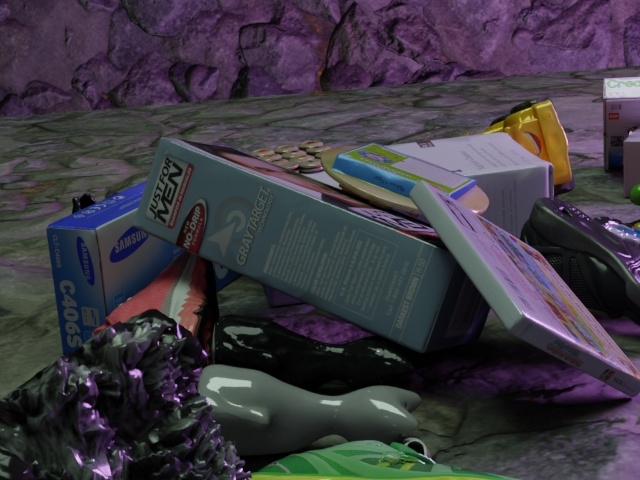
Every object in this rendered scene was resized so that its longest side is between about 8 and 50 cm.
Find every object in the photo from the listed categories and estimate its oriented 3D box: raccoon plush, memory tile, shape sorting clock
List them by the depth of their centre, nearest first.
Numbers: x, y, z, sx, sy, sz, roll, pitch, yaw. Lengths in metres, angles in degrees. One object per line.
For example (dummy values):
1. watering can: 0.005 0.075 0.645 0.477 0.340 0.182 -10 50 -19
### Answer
1. raccoon plush: -0.129 0.240 0.786 0.216 0.299 0.446 -36 -1 -35
2. shape sorting clock: 0.099 -0.069 1.383 0.206 0.040 0.206 15 17 -5
3. memory tile: -0.031 -0.114 1.593 0.113 0.012 0.148 -11 18 -17

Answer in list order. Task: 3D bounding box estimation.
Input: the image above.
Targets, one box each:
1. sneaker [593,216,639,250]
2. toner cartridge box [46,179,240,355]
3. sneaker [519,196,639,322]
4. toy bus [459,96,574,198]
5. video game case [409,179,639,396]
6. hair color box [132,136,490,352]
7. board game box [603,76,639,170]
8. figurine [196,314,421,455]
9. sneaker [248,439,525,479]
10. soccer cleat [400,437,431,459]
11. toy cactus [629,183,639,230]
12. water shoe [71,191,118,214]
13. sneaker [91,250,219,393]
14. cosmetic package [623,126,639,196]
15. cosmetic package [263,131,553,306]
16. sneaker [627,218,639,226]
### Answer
1. sneaker: 0.403 0.039 1.401 0.190 0.083 0.071 21 22 3
2. toner cartridge box: -0.208 0.013 1.484 0.075 0.165 0.348 3 18 24
3. sneaker: 0.316 0.061 1.340 0.227 0.130 0.087 37 31 25
4. toy bus: 0.260 -0.118 1.774 0.211 0.150 0.220 -12 -5 -6
5. video game case: 0.204 0.047 1.161 0.206 0.026 0.227 28 20 -37
6. hair color box: 0.000 0.000 1.303 0.374 0.114 0.185 22 8 24
7. board game box: 0.632 -0.197 1.956 0.305 0.193 0.053 -1 55 13
8. figurine: -0.006 0.143 1.128 0.209 0.092 0.215 0 16 1
9. sneaker: 0.074 0.195 0.868 0.295 0.109 0.123 3 22 26
10. soccer cleat: 0.084 0.188 1.023 0.029 0.036 0.083 -4 16 4
11. toy cactus: 0.510 -0.020 1.490 0.219 0.112 0.180 23 38 40
12. water shoe: -0.314 -0.034 1.828 0.203 0.080 0.073 4 18 27
13. sneaker: -0.187 0.086 1.316 0.136 0.116 0.314 -6 16 1
14. cosmetic package: 0.610 -0.124 1.850 0.238 0.107 0.127 1 17 29
15. cosmetic package: 0.099 -0.035 1.579 0.384 0.156 0.217 -6 17 -8
16. sneaker: 0.488 -0.053 1.598 0.222 0.118 0.083 -13 18 -26
